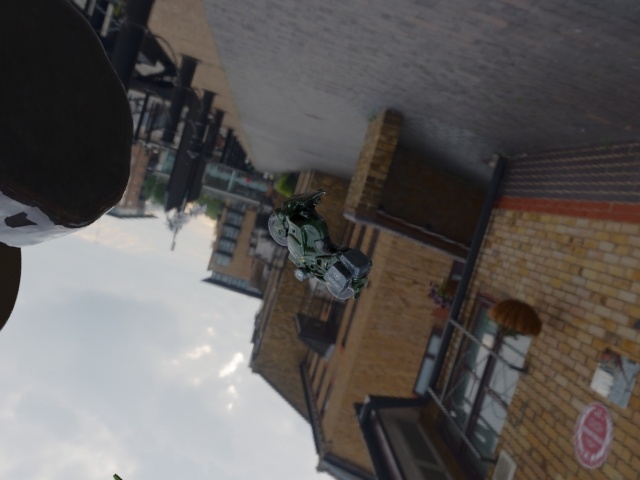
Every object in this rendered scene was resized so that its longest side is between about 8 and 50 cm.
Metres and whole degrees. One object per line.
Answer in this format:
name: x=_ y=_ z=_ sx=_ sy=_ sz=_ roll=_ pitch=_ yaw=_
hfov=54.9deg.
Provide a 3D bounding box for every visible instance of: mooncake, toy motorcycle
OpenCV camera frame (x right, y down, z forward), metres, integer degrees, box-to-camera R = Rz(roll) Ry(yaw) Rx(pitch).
mooncake: x=-0.346 y=-0.142 z=0.661 sx=0.154 sy=0.307 sz=0.306 roll=-14 pitch=172 yaw=21
toy motorcycle: x=0.000 y=0.000 z=1.316 sx=0.274 sy=0.187 sz=0.124 roll=43 pitch=-138 yaw=18

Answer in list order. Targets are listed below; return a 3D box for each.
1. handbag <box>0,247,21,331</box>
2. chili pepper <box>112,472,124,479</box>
handbag: x=-0.511 y=0.017 z=0.842 sx=0.092 sy=0.254 sz=0.308 roll=1 pitch=142 yaw=-3
chili pepper: x=-0.420 y=0.530 z=1.348 sx=0.030 sy=0.017 sz=0.083 roll=36 pitch=177 yaw=42
